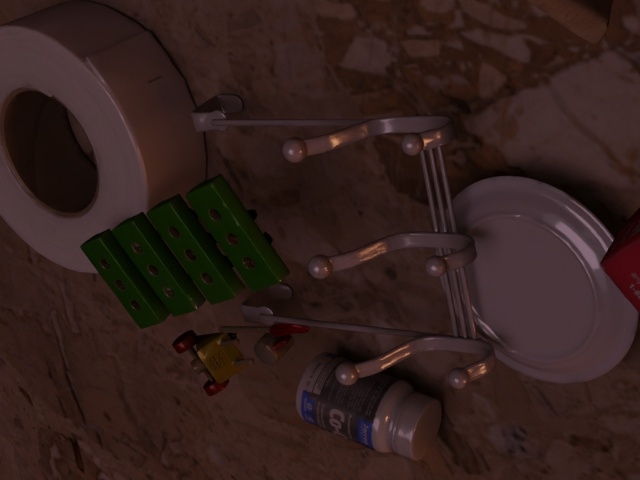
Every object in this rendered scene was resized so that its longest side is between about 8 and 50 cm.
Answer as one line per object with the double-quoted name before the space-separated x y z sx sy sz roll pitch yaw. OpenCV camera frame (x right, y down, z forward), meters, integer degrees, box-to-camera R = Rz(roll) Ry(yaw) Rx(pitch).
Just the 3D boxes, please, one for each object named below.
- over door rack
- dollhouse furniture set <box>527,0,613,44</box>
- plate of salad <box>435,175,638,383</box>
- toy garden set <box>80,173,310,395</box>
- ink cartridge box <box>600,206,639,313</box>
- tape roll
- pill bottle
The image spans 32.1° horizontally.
"over door rack" 0.000 0.000 1.028 0.324 0.108 0.240 11 122 46
"dollhouse furniture set" 0.238 -0.331 0.649 0.394 0.256 0.362 30 135 -7
"plate of salad" 0.188 0.033 0.969 0.199 0.048 0.200 24 131 32
"toy garden set" -0.101 0.047 1.075 0.244 0.049 0.204 -19 110 48
"ink cartridge box" 0.382 0.002 0.744 0.226 0.131 0.306 50 136 3
"tape roll" -0.261 -0.111 1.206 0.286 0.100 0.286 19 126 29
"pill bottle" 0.050 0.171 1.142 0.137 0.078 0.078 18 125 30
